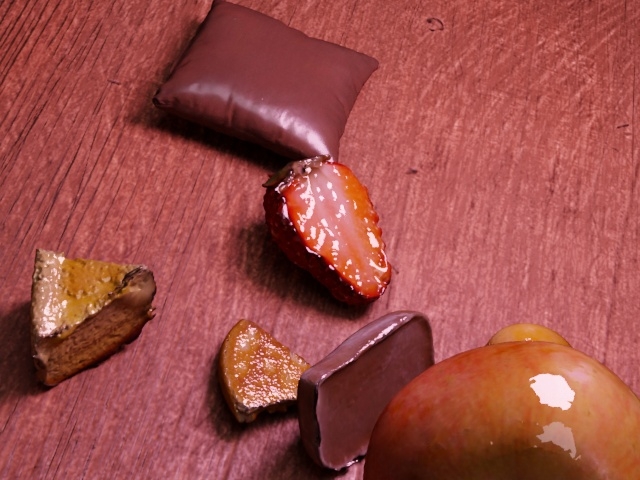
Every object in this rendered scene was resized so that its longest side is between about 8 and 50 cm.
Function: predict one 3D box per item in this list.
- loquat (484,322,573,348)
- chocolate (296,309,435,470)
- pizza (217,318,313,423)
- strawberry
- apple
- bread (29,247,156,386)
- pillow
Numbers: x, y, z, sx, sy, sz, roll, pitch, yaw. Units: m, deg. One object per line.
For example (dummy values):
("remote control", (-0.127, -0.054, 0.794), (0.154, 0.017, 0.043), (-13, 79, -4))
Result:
("loquat", (0.288, 0.187, 1.959), (0.163, 0.137, 0.163), (26, 14, -7))
("chocolate", (0.049, 0.188, 1.887), (0.083, 0.161, 0.261), (16, 31, 36))
("pizza", (-0.058, 0.178, 1.926), (0.176, 0.036, 0.185), (9, 38, -23))
("strawberry", (0.000, 0.000, 2.086), (0.190, 0.111, 0.236), (-20, 78, -46))
("apple", (0.232, 0.309, 1.640), (0.391, 0.346, 0.391), (-1, 81, 4))
("bread", (-0.292, 0.099, 1.847), (0.160, 0.140, 0.169), (0, 50, -4))
("pillow", (-0.080, -0.253, 2.294), (0.305, 0.108, 0.308), (21, 43, 0))
